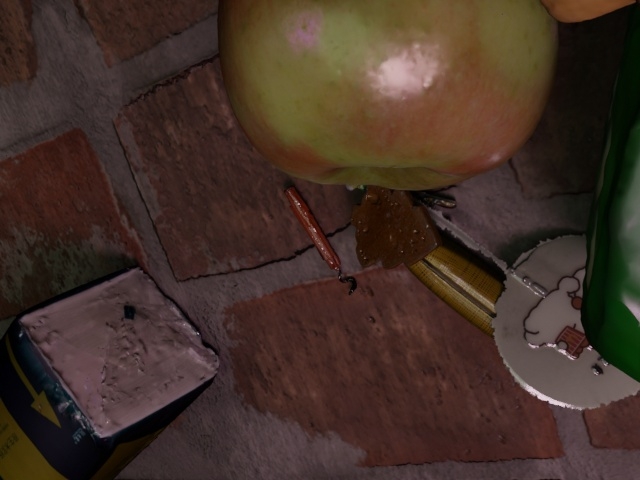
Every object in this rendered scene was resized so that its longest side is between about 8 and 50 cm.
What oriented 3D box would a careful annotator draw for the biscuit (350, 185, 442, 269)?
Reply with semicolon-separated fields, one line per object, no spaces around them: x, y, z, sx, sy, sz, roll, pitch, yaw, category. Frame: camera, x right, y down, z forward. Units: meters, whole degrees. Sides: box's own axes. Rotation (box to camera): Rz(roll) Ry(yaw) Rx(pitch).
0.086;-0.014;0.737;0.130;0.019;0.119;26;115;41;biscuit

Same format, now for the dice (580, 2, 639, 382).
0.366;-0.051;0.490;0.287;0.300;0.297;7;111;22;dice

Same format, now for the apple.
0.057;-0.194;0.594;0.319;0.319;0.277;-2;86;28;apple

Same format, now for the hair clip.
0.083;-0.057;0.784;0.173;0.049;0.049;26;119;15;hair clip

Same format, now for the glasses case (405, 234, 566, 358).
0.192;0.066;0.754;0.234;0.079;0.064;38;113;10;glasses case

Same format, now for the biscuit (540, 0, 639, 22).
0.271;-0.250;0.421;0.275;0.355;0.052;-24;122;30;biscuit

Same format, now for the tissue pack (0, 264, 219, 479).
-0.397;0.265;1.036;0.253;0.264;0.416;49;122;8;tissue pack

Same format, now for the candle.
0.000;0.000;0.865;0.167;0.021;0.026;58;149;-4;candle

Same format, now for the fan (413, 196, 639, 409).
0.228;0.046;0.705;0.329;0.009;0.191;39;87;10;fan
